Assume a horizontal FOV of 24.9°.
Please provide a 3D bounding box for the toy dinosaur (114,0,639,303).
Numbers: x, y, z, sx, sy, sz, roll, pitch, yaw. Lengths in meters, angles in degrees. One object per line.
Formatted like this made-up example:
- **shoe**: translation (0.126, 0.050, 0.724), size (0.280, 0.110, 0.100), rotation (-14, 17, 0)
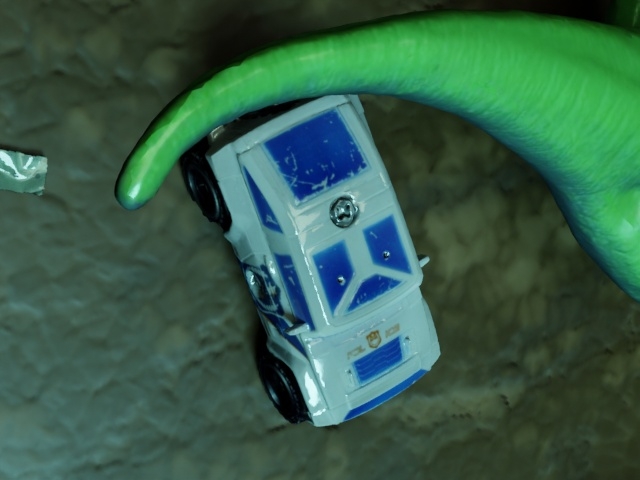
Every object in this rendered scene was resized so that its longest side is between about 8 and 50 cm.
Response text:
- **toy dinosaur**: translation (0.144, 0.016, 0.706), size (0.500, 0.144, 0.374), rotation (-26, 121, -26)

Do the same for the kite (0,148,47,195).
- **kite**: translation (-0.225, -0.042, 0.557), size (0.250, 0.012, 0.229), rotation (3, 96, -30)

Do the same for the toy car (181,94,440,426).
- **toy car**: translation (0.000, 0.000, 0.651), size (0.080, 0.070, 0.170), rotation (-27, 109, -23)
